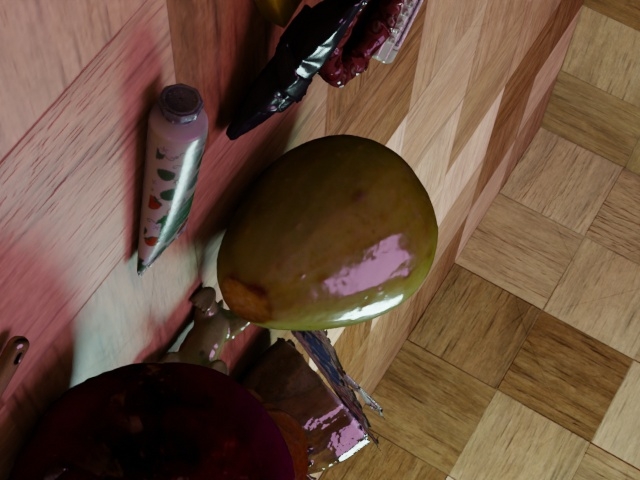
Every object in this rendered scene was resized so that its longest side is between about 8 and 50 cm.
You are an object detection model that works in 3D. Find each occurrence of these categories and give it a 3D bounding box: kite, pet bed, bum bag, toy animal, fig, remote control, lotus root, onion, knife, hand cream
[{"bbox_3d":[0.027,0.236,2.138,0.014,0.406,0.368,-36,130,8],"label":"kite"},{"bbox_3d":[0.054,-0.298,1.573,0.201,0.053,0.201,-50,164,-21],"label":"pet bed"},{"bbox_3d":[-0.025,-0.207,1.334,0.248,0.060,0.123,-51,-179,36],"label":"bum bag"},{"bbox_3d":[-0.174,0.158,1.613,0.219,0.103,0.101,-60,-169,-26],"label":"toy animal"},{"bbox_3d":[0.000,0.000,1.568,0.326,0.258,0.258,-28,147,-41],"label":"fig"},{"bbox_3d":[0.127,-0.370,1.702,0.230,0.049,0.090,-64,167,10],"label":"remote control"},{"bbox_3d":[-0.052,0.320,2.059,0.192,0.272,0.272,-43,161,-21],"label":"lotus root"},{"bbox_3d":[-0.214,0.308,1.363,0.348,0.347,0.385,-57,-160,-17],"label":"onion"},{"bbox_3d":[-0.365,0.220,1.140,0.298,0.017,0.047,-59,165,9],"label":"knife"},{"bbox_3d":[-0.161,-0.062,1.253,0.095,0.059,0.276,-50,167,-33],"label":"hand cream"}]

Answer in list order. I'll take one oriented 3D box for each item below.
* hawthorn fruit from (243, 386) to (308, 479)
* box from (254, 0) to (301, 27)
[{"bbox_3d":[-0.139,0.363,1.814,0.258,0.258,0.262,-42,129,-55],"label":"hawthorn fruit"},{"bbox_3d":[0.006,-0.379,1.255,0.279,0.041,0.153,-59,166,-8],"label":"box"}]
